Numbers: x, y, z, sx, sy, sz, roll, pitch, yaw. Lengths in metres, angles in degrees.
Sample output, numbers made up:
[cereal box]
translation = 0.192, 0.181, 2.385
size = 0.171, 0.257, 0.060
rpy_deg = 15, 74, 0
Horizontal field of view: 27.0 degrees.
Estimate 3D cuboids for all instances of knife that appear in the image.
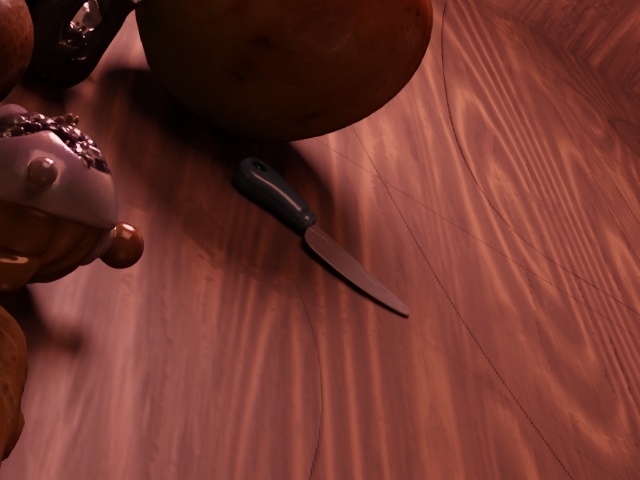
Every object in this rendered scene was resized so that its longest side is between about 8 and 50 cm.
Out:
[knife]
translation = -0.001, 0.000, 1.415
size = 0.244, 0.032, 0.058
rpy_deg = 44, 21, 12

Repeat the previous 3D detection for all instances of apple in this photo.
[apple]
translation = -0.045, -0.264, 1.519
size = 0.338, 0.305, 0.338
rpy_deg = 53, 10, -14

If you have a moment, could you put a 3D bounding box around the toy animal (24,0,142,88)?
[toy animal]
translation = -0.260, -0.250, 1.398
size = 0.114, 0.146, 0.245
rpy_deg = 36, 23, -13

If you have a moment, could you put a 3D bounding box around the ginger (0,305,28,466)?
[ginger]
translation = -0.203, 0.138, 0.786
size = 0.131, 0.086, 0.295
rpy_deg = 44, 16, -54

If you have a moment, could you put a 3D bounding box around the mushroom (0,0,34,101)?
[mushroom]
translation = -0.351, -0.156, 1.033
size = 0.253, 0.153, 0.253
rpy_deg = 8, 11, -2

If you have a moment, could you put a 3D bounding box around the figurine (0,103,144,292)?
[figurine]
translation = -0.222, -0.047, 1.062
size = 0.193, 0.133, 0.274
rpy_deg = 25, 17, 5
